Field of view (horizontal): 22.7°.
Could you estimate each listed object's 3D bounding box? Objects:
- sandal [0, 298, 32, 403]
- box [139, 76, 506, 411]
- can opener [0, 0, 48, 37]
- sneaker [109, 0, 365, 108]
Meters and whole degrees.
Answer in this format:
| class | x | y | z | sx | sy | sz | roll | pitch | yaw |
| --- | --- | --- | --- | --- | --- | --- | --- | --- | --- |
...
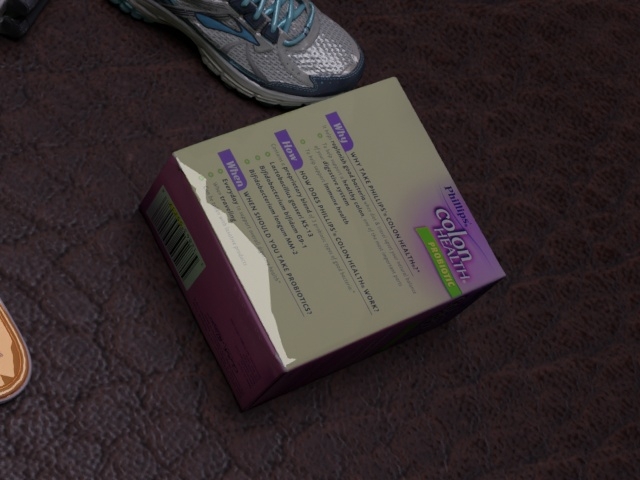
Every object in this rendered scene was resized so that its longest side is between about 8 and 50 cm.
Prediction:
| class | x | y | z | sx | sy | sz | roll | pitch | yaw |
| --- | --- | --- | --- | --- | --- | --- | --- | --- | --- |
| sandal | -0.320 | 0.013 | 1.306 | 0.102 | 0.076 | 0.265 | -38 | 85 | -32 |
| box | 0.000 | 0.000 | 1.424 | 0.243 | 0.117 | 0.213 | -22 | 77 | -29 |
| can opener | -0.287 | -0.228 | 1.431 | 0.093 | 0.074 | 0.280 | 35 | 58 | -4 |
| sneaker | -0.079 | -0.224 | 1.489 | 0.283 | 0.122 | 0.110 | 27 | 60 | -10 |
